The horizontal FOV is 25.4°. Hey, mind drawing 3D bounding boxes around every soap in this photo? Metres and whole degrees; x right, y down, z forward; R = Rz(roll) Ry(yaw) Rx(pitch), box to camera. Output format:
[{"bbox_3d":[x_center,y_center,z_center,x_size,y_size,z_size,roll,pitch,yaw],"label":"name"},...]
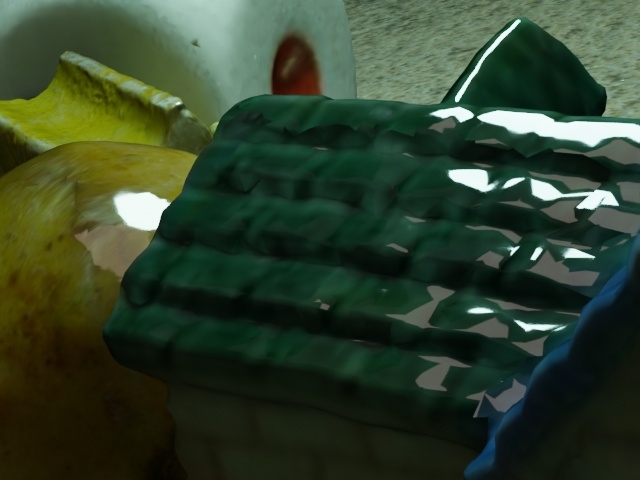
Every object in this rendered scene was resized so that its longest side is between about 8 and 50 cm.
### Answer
[{"bbox_3d":[-0.155,-0.010,1.192,0.143,0.259,0.281,-33,26,-19],"label":"soap"}]

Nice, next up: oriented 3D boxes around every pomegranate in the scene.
[{"bbox_3d":[-0.119,0.078,0.873,0.307,0.307,0.307,-9,20,3],"label":"pomegranate"}]

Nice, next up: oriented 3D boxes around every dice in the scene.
[{"bbox_3d":[-0.150,-0.149,1.464,0.304,0.304,0.277,2,24,30],"label":"dice"}]

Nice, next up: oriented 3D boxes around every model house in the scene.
[{"bbox_3d":[0.169,0.054,0.651,0.445,0.399,0.395,5,28,37],"label":"model house"}]

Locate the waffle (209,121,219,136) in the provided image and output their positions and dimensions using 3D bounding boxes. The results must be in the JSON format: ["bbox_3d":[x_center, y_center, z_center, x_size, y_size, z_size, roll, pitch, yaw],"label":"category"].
[{"bbox_3d":[0.000,0.000,1.118,0.059,0.243,0.238,-43,25,-7],"label":"waffle"}]
